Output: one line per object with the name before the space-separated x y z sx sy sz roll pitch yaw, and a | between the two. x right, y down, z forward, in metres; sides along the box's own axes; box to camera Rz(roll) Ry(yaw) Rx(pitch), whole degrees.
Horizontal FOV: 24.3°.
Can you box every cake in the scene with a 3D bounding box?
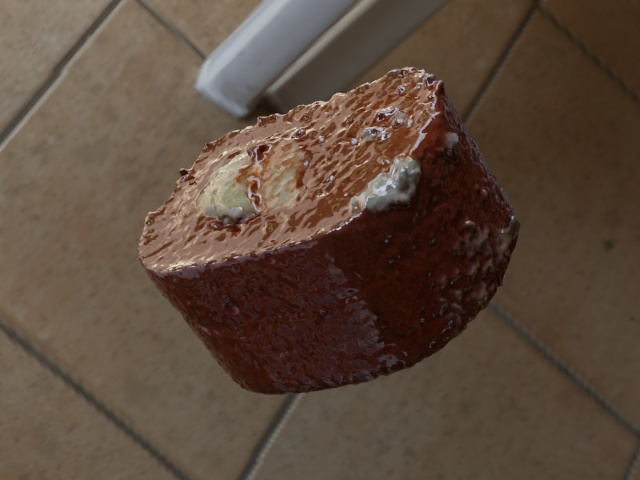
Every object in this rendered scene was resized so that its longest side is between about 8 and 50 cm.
cake | 0.000 0.000 1.063 0.151 0.283 0.177 58 37 -24
